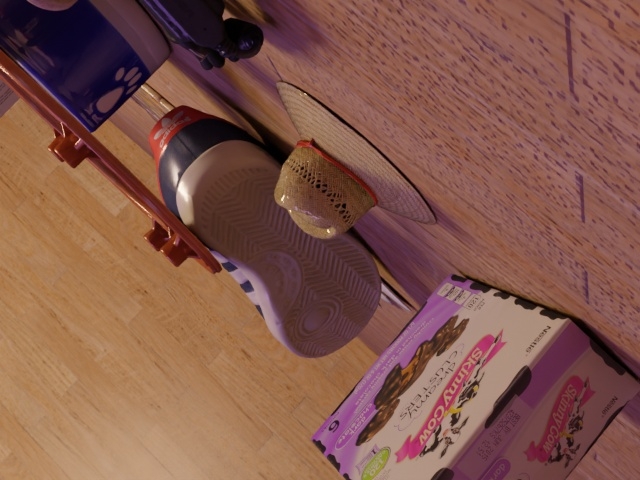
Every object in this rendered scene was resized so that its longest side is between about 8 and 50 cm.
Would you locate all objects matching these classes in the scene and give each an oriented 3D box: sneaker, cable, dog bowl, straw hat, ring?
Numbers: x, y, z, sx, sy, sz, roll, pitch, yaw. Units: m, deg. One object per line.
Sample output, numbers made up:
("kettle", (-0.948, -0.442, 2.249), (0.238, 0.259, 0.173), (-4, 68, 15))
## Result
("sneaker", (-0.053, -0.012, 1.114), (0.148, 0.131, 0.350), (47, 173, 39))
("cable", (-0.107, -0.168, 0.611), (0.184, 0.047, 0.150), (44, -179, -25))
("dog bowl", (-0.263, -0.219, 0.985), (0.265, 0.104, 0.265), (42, 175, 4))
("straw hat", (0.003, -0.036, 0.746), (0.144, 0.061, 0.144), (41, 175, 4))
("ring", (-0.216, -0.081, 0.968), (0.336, 0.032, 0.336), (43, 174, 6))

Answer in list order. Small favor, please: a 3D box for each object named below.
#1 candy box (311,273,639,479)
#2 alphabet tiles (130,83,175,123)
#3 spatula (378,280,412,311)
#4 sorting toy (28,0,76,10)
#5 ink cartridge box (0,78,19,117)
("candy box", (0.092, 0.116, 0.743), (0.070, 0.165, 0.196), (42, 175, -15))
("alphabet tiles", (-0.207, -0.164, 1.573), (0.342, 0.011, 0.285), (40, 175, 25))
("spatula", (0.000, 0.000, 1.327), (0.242, 0.019, 0.168), (43, 176, -8))
("sorting toy", (-0.215, -0.236, 0.628), (0.208, 0.038, 0.193), (41, -163, -33))
("ink cartridge box", (-0.503, -0.303, 1.537), (0.121, 0.211, 0.289), (41, 174, 26))
